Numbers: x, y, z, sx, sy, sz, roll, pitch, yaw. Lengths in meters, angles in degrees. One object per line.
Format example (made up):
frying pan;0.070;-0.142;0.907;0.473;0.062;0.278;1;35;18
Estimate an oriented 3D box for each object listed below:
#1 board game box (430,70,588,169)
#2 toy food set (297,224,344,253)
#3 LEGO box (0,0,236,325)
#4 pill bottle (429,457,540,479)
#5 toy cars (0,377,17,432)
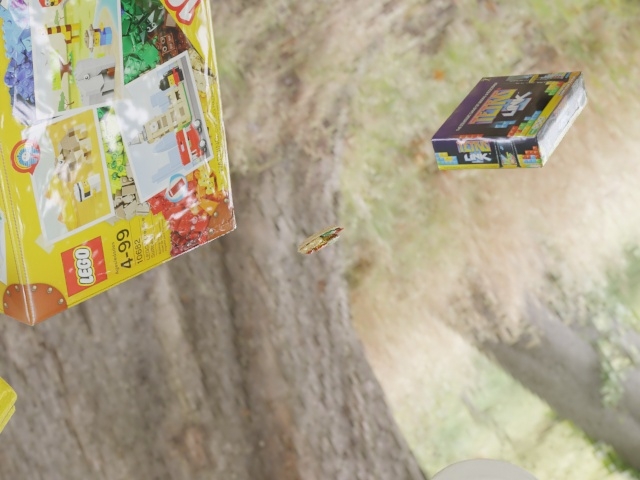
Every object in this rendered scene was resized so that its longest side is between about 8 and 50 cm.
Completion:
board game box;0.236;-0.150;1.668;0.170;0.141;0.048;-50;131;-45
toy food set;0.000;0.000;2.197;0.082;0.020;0.083;-29;172;-11
LEGO box;-0.333;-0.199;1.815;0.372;0.193;0.500;-28;123;-39
pill bottle;0.199;0.444;1.725;0.176;0.176;0.318;-16;134;-22
toy cars;-0.502;0.084;1.686;0.176;0.393;0.087;4;131;-50
